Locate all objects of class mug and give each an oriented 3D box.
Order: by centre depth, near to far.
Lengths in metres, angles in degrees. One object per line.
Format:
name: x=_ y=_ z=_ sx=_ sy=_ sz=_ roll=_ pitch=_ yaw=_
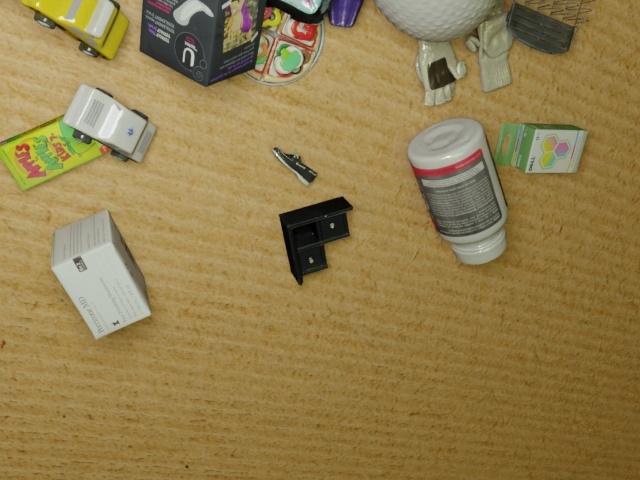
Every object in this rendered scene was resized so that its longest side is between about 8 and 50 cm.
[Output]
mug: x=0.210 y=-0.558 z=1.171 sx=0.276 sy=0.328 sz=0.374 roll=1 pitch=80 yaw=16

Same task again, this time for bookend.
bookend: x=0.000 y=0.000 z=1.484 sx=0.156 sy=0.072 sz=0.157 roll=-16 pitch=119 yaw=-13

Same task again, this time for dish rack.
dish rack: x=0.512 y=-0.546 z=1.394 sx=0.208 sy=0.074 sz=0.271 roll=11 pitch=98 yaw=-23

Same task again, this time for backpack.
backpack: x=-0.035 y=-0.512 z=1.165 sx=0.166 sy=0.144 sz=0.188 roll=28 pitch=89 yaw=7

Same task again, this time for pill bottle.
pill bottle: x=0.329 y=-0.104 z=1.494 sx=0.176 sy=0.176 sz=0.318 roll=-30 pitch=120 yaw=-5

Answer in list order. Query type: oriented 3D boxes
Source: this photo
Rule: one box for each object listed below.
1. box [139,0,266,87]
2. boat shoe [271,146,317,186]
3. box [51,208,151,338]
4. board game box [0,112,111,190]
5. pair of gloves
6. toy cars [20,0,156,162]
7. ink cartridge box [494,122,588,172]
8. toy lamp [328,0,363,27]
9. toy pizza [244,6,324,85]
box: x=-0.191 y=-0.427 z=1.096 sx=0.143 sy=0.165 sz=0.270 roll=-38 pitch=153 yaw=-47
boat shoe: x=-0.055 y=-0.166 z=1.400 sx=0.038 sy=0.046 sz=0.125 roll=-46 pitch=123 yaw=5
box: x=-0.435 y=0.063 z=1.291 sx=0.119 sy=0.182 sz=0.181 roll=-25 pitch=120 yaw=-8
board game box: x=-0.503 y=-0.177 z=1.232 sx=0.181 sy=0.043 sz=0.092 roll=-26 pitch=121 yaw=-7
pair of gloves: x=0.321 y=-0.413 z=1.424 sx=0.240 sy=0.042 sz=0.204 roll=-15 pitch=118 yaw=-14
toy cars: x=-0.375 y=-0.288 z=1.133 sx=0.176 sy=0.087 sz=0.394 roll=-41 pitch=139 yaw=-37
ink cartridge box: x=0.534 y=-0.225 z=1.578 sx=0.209 sy=0.062 sz=0.109 roll=-1 pitch=115 yaw=-19
toy lamp: x=0.058 y=-0.552 z=1.240 sx=0.080 sy=0.080 sz=0.275 roll=-2 pitch=115 yaw=-19
toy pizza: x=-0.085 y=-0.406 z=1.283 sx=0.201 sy=0.032 sz=0.201 roll=-8 pitch=117 yaw=-17
